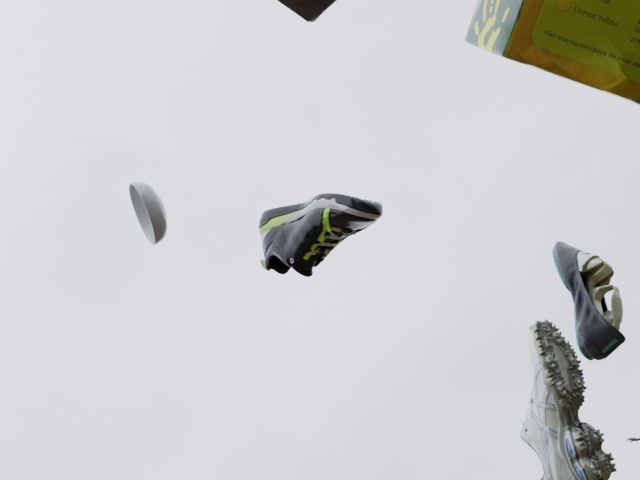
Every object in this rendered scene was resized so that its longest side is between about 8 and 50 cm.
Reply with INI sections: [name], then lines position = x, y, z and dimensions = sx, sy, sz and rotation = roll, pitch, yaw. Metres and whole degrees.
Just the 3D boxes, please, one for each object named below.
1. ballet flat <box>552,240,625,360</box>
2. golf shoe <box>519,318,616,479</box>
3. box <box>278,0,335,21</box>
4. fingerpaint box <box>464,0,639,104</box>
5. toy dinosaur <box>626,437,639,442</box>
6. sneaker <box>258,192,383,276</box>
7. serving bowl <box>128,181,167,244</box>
[ballet flat]
position = 0.360, 0.068, 1.775
dimensions = 0.074, 0.203, 0.074
rotation = -3, -44, -3
[golf shoe]
position = 0.225, 0.169, 1.346
dimensions = 0.086, 0.176, 0.069
rotation = -28, -23, 37
[box]
position = -0.150, -0.410, 1.298
dimensions = 0.097, 0.318, 0.395
rotation = -43, -32, 16
[fingerpaint box]
position = 0.448, -0.334, 1.601
dimensions = 0.445, 0.163, 0.371
rotation = 16, -78, -16
[toy dinosaur]
position = 0.509, 0.315, 2.023
dimensions = 0.090, 0.047, 0.082
rotation = -9, 0, 8
[sneaker]
position = 0.000, 0.000, 1.776
dimensions = 0.084, 0.097, 0.235
rotation = 10, -14, -34
[serving bowl]
position = -0.211, -0.037, 1.677
dimensions = 0.027, 0.083, 0.083
rotation = -22, -40, -16
